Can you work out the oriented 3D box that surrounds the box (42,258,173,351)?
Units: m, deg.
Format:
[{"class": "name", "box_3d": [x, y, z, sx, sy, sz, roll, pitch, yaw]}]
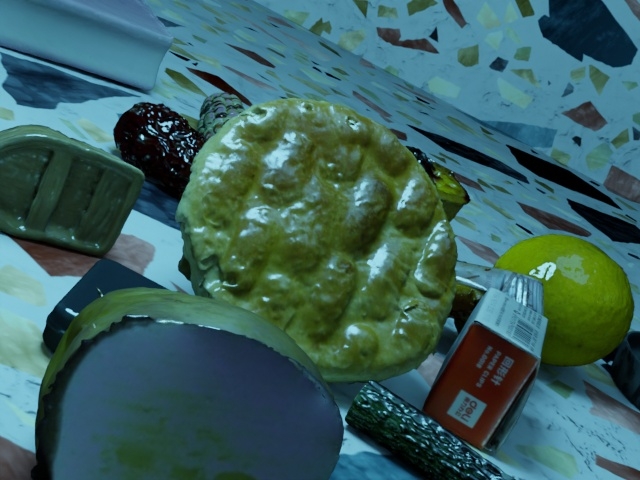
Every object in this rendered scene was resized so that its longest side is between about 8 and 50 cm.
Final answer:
[{"class": "box", "box_3d": [-0.137, 0.105, 1.131, 0.230, 0.050, 0.160, 27, 19, -2]}]

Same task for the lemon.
[{"class": "lemon", "box_3d": [0.336, 0.085, 1.684, 0.256, 0.188, 0.188, 16, 20, -28]}]

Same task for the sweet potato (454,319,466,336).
[{"class": "sweet potato", "box_3d": [0.221, 0.145, 1.575, 0.056, 0.056, 0.195, 20, 24, -24]}]

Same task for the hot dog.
[{"class": "hot dog", "box_3d": [0.160, 0.061, 1.560, 0.268, 0.075, 0.144, 12, -4, 28]}]

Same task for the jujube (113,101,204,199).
[{"class": "jujube", "box_3d": [-0.205, -0.126, 1.629, 0.166, 0.104, 0.104, 37, 19, 13]}]

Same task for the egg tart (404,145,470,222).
[{"class": "egg tart", "box_3d": [0.103, -0.065, 1.792, 0.215, 0.171, 0.215, 26, 17, -9]}]

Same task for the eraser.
[{"class": "eraser", "box_3d": [-0.456, -0.388, 1.971, 0.359, 0.122, 0.272, 13, 24, -38]}]

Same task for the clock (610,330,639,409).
[{"class": "clock", "box_3d": [0.585, 0.246, 1.815, 0.312, 0.061, 0.312, 25, 17, -8]}]

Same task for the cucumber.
[{"class": "cucumber", "box_3d": [0.114, 0.212, 1.202, 0.187, 0.058, 0.058, 34, 18, 18]}]

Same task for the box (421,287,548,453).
[{"class": "box", "box_3d": [0.198, 0.147, 1.392, 0.099, 0.133, 0.182, 29, 15, 6]}]

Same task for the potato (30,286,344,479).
[{"class": "potato", "box_3d": [-0.103, 0.125, 0.892, 0.229, 0.229, 0.266, 24, 9, -14]}]

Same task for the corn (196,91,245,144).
[{"class": "corn", "box_3d": [-0.148, -0.169, 1.868, 0.092, 0.092, 0.280, 23, 14, -15]}]

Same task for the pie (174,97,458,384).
[{"class": "pie", "box_3d": [0.000, 0.000, 1.302, 0.339, 0.339, 0.083, 23, -24, -16]}]

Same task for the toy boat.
[{"class": "toy boat", "box_3d": [-0.294, -0.061, 1.271, 0.188, 0.116, 0.061, 19, 14, -35]}]
